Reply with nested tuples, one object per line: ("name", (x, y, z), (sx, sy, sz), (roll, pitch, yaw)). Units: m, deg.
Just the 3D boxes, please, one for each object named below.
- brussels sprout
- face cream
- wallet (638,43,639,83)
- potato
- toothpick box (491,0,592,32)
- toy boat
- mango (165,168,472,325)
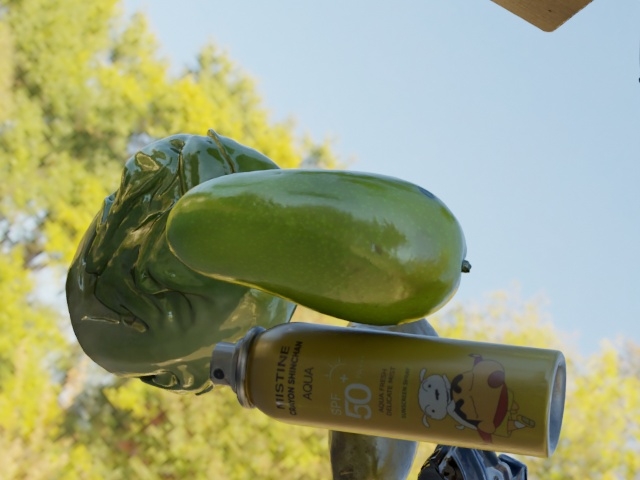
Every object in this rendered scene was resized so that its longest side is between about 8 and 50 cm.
("brussels sprout", (-0.158, 0.021, 1.753), (0.247, 0.328, 0.328), (42, -8, -34))
("face cream", (0.058, 0.139, 1.387), (0.348, 0.105, 0.105), (6, -37, 18))
("wallet", (0.478, -0.265, 1.729), (0.255, 0.031, 0.137), (2, -87, 64))
("potato", (0.086, 0.234, 2.059), (0.176, 0.369, 0.195), (27, -56, -3))
("toothpick box", (0.380, -0.551, 2.426), (0.190, 0.308, 0.187), (22, -37, -23))
("toy boat", (0.205, 0.342, 1.777), (0.129, 0.142, 0.309), (22, -48, 47))
("mango", (0.000, 0.000, 1.356), (0.293, 0.143, 0.175), (9, -17, -9))
